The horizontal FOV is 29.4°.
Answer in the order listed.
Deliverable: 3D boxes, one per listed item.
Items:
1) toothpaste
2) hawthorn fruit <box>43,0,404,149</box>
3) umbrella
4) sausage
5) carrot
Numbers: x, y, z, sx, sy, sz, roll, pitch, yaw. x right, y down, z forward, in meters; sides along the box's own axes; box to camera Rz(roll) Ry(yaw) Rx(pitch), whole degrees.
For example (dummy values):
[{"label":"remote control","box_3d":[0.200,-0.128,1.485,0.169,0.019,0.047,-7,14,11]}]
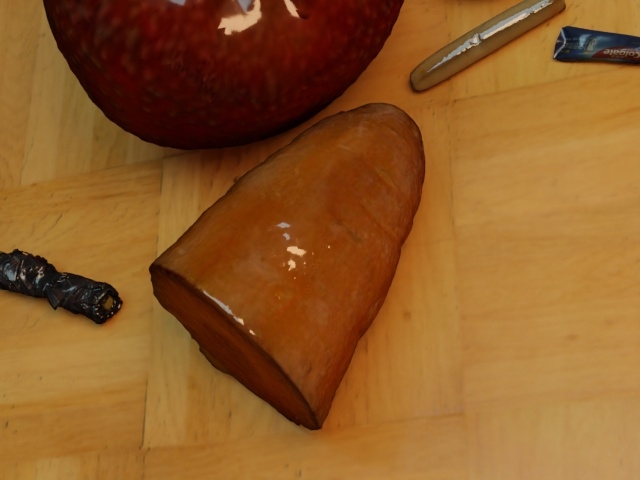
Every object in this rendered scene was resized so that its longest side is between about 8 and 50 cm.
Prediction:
[{"label":"toothpaste","box_3d":[0.213,-0.142,0.900,0.083,0.019,0.027,12,95,29]},{"label":"hawthorn fruit","box_3d":[-0.078,-0.193,0.912,0.275,0.300,0.275,8,63,-15]},{"label":"umbrella","box_3d":[-0.225,0.033,0.994,0.143,0.040,0.037,16,82,30]},{"label":"sausage","box_3d":[0.127,-0.155,0.940,0.132,0.024,0.024,-29,58,7]},{"label":"carrot","box_3d":[0.000,0.000,0.867,0.159,0.159,0.225,26,64,31]}]
